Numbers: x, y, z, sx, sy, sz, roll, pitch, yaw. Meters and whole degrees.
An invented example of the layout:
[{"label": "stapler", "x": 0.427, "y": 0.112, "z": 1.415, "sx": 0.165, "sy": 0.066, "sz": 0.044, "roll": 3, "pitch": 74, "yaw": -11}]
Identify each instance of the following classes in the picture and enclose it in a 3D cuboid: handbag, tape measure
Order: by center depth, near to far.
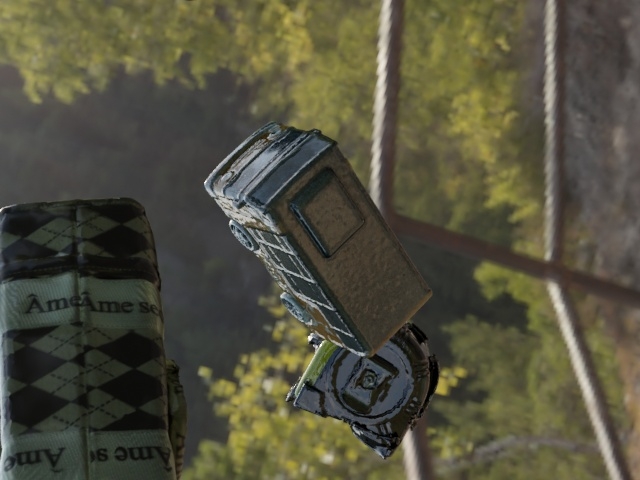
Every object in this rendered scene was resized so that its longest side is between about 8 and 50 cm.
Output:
[{"label": "handbag", "x": -0.215, "y": 0.214, "z": 1.096, "sx": 0.316, "sy": 0.180, "sz": 0.416, "roll": 103, "pitch": 161, "yaw": -44}, {"label": "tape measure", "x": 0.067, "y": 0.192, "z": 1.781, "sx": 0.186, "sy": 0.199, "sz": 0.112, "roll": -62, "pitch": -1, "yaw": 7}]

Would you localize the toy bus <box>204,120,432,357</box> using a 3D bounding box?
[{"label": "toy bus", "x": 0.000, "y": 0.000, "z": 1.510, "sx": 0.138, "sy": 0.275, "sz": 0.167, "roll": -44, "pitch": 29, "yaw": -17}]
